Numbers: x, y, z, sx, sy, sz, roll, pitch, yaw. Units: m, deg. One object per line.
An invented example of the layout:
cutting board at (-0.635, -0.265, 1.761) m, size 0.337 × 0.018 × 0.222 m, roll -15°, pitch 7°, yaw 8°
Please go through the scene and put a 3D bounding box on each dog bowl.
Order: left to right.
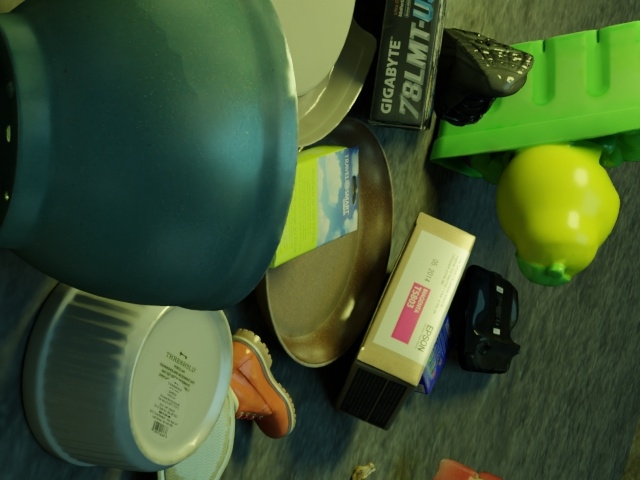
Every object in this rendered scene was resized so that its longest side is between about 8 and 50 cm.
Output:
dog bowl at (-0.053, -0.275, 1.246) m, size 0.349 × 0.102 × 0.348 m, roll -27°, pitch 121°, yaw -56°

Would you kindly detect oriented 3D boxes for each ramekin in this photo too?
ramekin at (-0.173, 0.123, 1.144) m, size 0.207 × 0.109 × 0.207 m, roll -27°, pitch 121°, yaw -56°

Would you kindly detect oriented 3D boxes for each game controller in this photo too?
game controller at (0.275, 0.134, 1.967) m, size 0.319 × 0.067 × 0.166 m, roll 22°, pitch 64°, yaw -70°

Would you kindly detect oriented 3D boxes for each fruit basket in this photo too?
fruit basket at (0.360, -0.109, 1.755) m, size 0.283 × 0.392 × 0.392 m, roll 8°, pitch 91°, yaw -61°

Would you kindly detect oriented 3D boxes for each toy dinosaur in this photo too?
toy dinosaur at (0.038, 0.402, 1.678) m, size 0.092 × 0.053 × 0.183 m, roll 54°, pitch 43°, yaw -33°

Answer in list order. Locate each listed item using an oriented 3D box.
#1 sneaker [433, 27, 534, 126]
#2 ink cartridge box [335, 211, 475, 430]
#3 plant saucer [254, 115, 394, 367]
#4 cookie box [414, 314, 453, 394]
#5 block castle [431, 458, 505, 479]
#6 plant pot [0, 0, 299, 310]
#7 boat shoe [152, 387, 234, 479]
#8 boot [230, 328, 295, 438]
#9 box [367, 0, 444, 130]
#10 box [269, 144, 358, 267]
sneaker at (0.208, -0.212, 1.621) m, size 0.286 × 0.109 × 0.130 m, roll -107°, pitch -150°, yaw -75°
ink cartridge box at (0.111, 0.111, 1.589) m, size 0.193 × 0.088 × 0.234 m, roll 108°, pitch 7°, yaw -64°
plant saucer at (0.000, 0.000, 1.476) m, size 0.311 × 0.050 × 0.310 m, roll -26°, pitch 121°, yaw -57°
cookie box at (0.161, 0.163, 1.816) m, size 0.107 × 0.040 × 0.091 m, roll -57°, pitch 145°, yaw -35°
block castle at (0.208, 0.582, 1.860) m, size 0.303 × 0.213 × 0.453 m, roll 35°, pitch 70°, yaw -62°
plant pot at (-0.176, -0.085, 0.944) m, size 0.196 × 0.293 × 0.293 m, roll -2°, pitch 101°, yaw -34°
boat shoe at (-0.149, 0.249, 1.269) m, size 0.084 × 0.079 × 0.233 m, roll 11°, pitch 87°, yaw -28°
boot at (-0.084, 0.186, 1.379) m, size 0.084 × 0.059 × 0.158 m, roll -52°, pitch 132°, yaw -36°
box at (0.119, -0.283, 1.476) m, size 0.293 × 0.073 × 0.295 m, roll -37°, pitch 134°, yaw -80°
box at (-0.018, -0.044, 1.341) m, size 0.178 × 0.042 × 0.109 m, roll -24°, pitch 119°, yaw -56°
